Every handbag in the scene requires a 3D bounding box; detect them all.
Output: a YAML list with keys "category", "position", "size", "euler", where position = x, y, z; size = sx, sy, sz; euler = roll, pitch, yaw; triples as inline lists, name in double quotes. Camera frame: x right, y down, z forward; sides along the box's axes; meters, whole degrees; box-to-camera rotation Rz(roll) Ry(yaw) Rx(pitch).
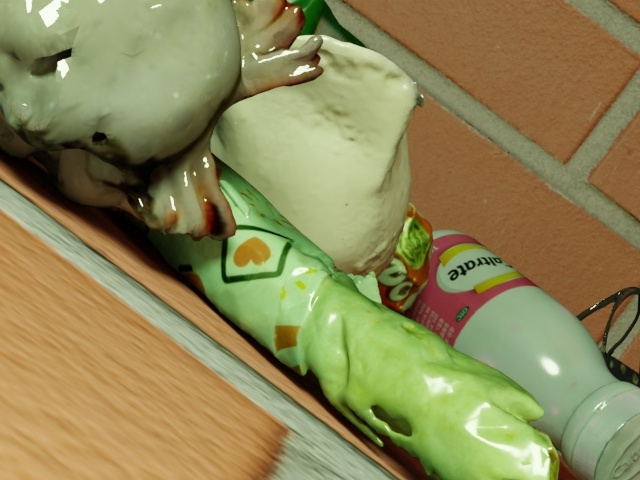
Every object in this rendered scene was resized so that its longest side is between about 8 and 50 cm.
- category: "handbag"
  position: [0.218, 0.098, 1.082]
  size: [0.115, 0.139, 0.072]
  euler: [32, -2, -43]

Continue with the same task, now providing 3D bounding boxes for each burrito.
- category: "burrito"
  position: [0.001, 0.031, 0.579]
  size: [0.288, 0.054, 0.104]
  euler: [38, 1, 35]

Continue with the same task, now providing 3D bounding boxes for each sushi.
- category: "sushi"
  position: [-0.154, -0.128, 0.527]
  size: [0.332, 0.124, 0.130]
  euler: [35, -5, -18]

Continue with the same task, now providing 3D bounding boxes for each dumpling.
- category: "dumpling"
  position: [-0.034, -0.040, 0.712]
  size: [0.166, 0.126, 0.216]
  euler: [16, 2, -2]

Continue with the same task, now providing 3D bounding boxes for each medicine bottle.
- category: "medicine bottle"
  position: [0.130, 0.077, 0.881]
  size: [0.090, 0.090, 0.217]
  euler: [33, 5, -44]

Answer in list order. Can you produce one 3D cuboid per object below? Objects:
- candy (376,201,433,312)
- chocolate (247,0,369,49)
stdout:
- category: "candy"
  position: [0.000, 0.002, 0.957]
  size: [0.078, 0.084, 0.288]
  euler: [39, -7, -17]
- category: "chocolate"
  position: [-0.121, -0.177, 1.158]
  size: [0.341, 0.161, 0.360]
  euler: [34, 3, 14]
